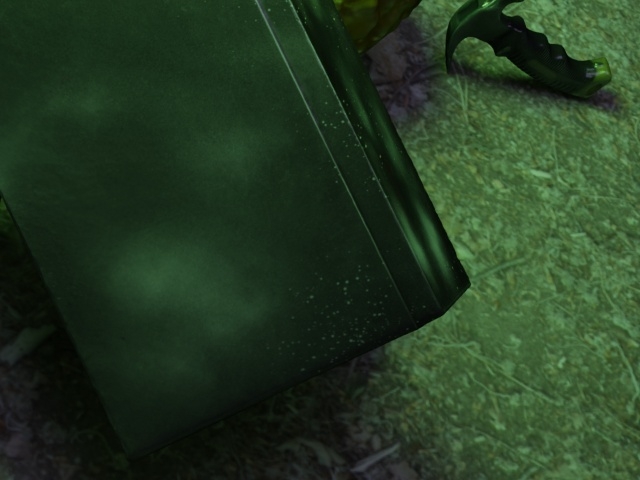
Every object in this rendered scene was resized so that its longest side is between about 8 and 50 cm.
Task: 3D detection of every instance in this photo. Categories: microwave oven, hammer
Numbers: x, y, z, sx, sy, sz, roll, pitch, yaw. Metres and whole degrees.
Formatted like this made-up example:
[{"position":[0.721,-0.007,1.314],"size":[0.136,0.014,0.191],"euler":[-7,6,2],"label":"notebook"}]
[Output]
[{"position":[-0.110,-0.071,1.425],"size":[0.432,0.374,0.236],"euler":[65,11,1],"label":"microwave oven"},{"position":[0.260,-0.237,1.963],"size":[0.226,0.158,0.041],"euler":[23,48,-33],"label":"hammer"}]

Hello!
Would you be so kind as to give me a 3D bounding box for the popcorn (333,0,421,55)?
[{"position":[-0.007,-0.329,1.821],"size":[0.247,0.282,0.282],"euler":[9,52,-24],"label":"popcorn"}]
